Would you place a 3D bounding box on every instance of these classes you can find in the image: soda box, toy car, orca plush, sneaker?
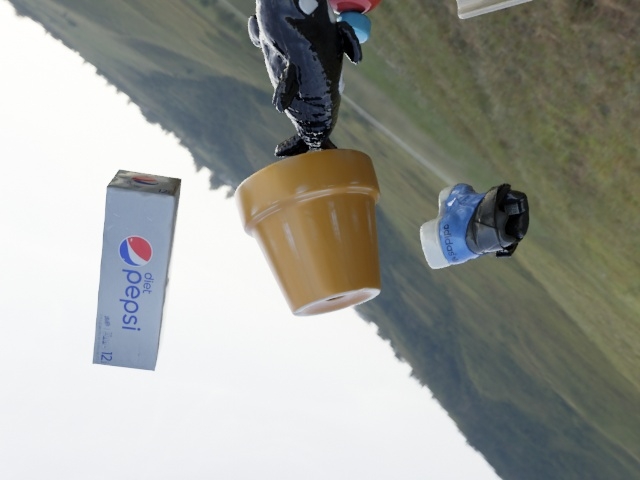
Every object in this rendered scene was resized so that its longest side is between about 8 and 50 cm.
[{"bbox_3d":[-0.271,0.046,1.088,0.098,0.286,0.091,8,-159,-7],"label":"soda box"},{"bbox_3d":[0.077,-0.520,1.370,0.210,0.219,0.238,12,170,-34],"label":"toy car"},{"bbox_3d":[-0.043,-0.189,0.883,0.151,0.102,0.287,28,148,10],"label":"orca plush"},{"bbox_3d":[0.147,-0.021,0.655,0.152,0.084,0.058,-38,-68,-63],"label":"sneaker"}]

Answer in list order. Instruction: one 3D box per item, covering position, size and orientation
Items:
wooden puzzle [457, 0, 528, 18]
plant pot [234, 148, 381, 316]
[{"bbox_3d":[0.290,-0.483,1.126,0.221,0.239,0.044,-4,-174,40],"label":"wooden puzzle"},{"bbox_3d":[0.000,0.000,1.034,0.205,0.205,0.188,17,-126,-65],"label":"plant pot"}]
